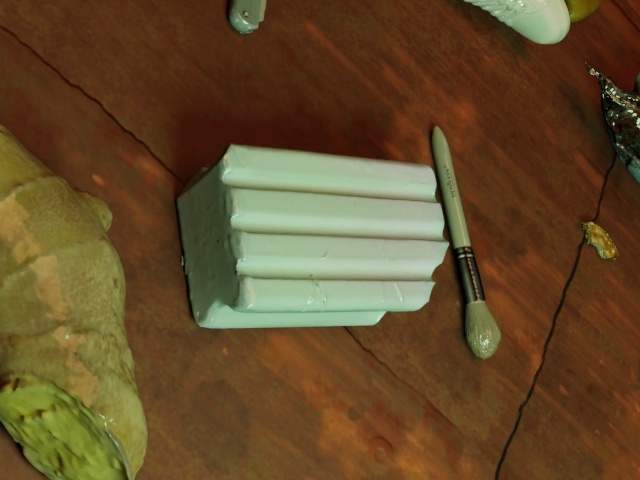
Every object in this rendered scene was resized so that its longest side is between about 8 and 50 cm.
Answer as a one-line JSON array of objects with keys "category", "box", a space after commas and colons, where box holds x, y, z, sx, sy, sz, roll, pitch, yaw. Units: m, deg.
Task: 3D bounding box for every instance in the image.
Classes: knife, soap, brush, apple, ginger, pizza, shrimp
[{"category": "knife", "box": [-0.077, -0.307, 1.262, 0.044, 0.023, 0.162, 22, 60, -28]}, {"category": "soap", "box": [0.000, 0.000, 1.155, 0.289, 0.095, 0.173, 2, 71, -38]}, {"category": "brush", "box": [0.171, -0.001, 1.336, 0.042, 0.039, 0.299, 6, 66, -41]}, {"category": "apple", "box": [0.357, -0.368, 1.571, 0.114, 0.099, 0.102, 69, 39, -55]}, {"category": "ginger", "box": [-0.237, 0.058, 0.931, 0.190, 0.126, 0.354, -15, 85, -51]}, {"category": "pizza", "box": [0.384, 0.000, 1.512, 0.083, 0.016, 0.037, 42, 51, -23]}, {"category": "shrimp", "box": [0.530, -0.111, 1.589, 0.410, 0.166, 0.221, 58, 14, -23]}]

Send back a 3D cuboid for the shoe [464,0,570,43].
[{"category": "shoe", "box": [0.219, -0.347, 1.474, 0.265, 0.095, 0.110, 46, 56, -8]}]
